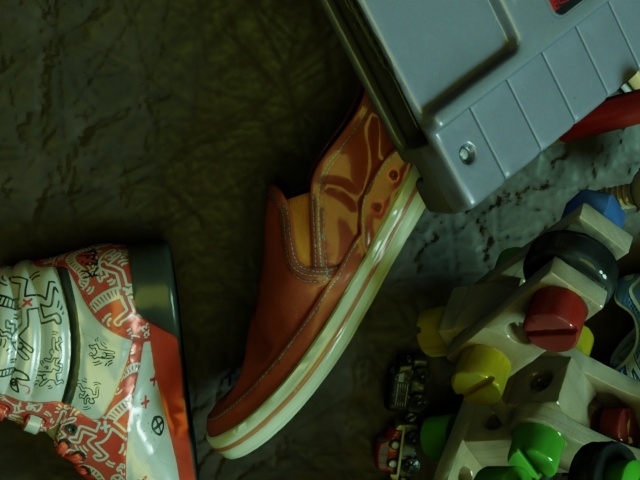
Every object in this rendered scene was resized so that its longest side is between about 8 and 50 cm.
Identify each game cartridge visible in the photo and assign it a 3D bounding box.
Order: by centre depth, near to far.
[{"bbox_3d":[0.079,-0.225,0.905,0.230,0.068,0.355,-37,107,-26],"label":"game cartridge"}]

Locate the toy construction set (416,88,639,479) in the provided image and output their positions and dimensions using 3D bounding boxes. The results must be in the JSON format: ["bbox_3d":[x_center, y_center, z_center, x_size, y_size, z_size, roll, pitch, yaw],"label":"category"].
[{"bbox_3d":[0.149,0.062,0.993,0.257,0.237,0.309,23,66,-41],"label":"toy construction set"}]

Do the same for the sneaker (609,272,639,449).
[{"bbox_3d":[0.262,0.116,1.092,0.081,0.080,0.211,4,107,14],"label":"sneaker"}]

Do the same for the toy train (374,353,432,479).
[{"bbox_3d":[0.059,0.162,1.095,0.036,0.027,0.158,5,106,-5],"label":"toy train"}]

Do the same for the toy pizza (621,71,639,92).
[{"bbox_3d":[0.295,-0.175,1.022,0.201,0.032,0.201,-2,107,-7],"label":"toy pizza"}]

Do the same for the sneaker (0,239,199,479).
[{"bbox_3d":[-0.165,0.136,1.028,0.145,0.090,0.270,-6,104,-4],"label":"sneaker"}]

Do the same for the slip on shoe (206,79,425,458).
[{"bbox_3d":[0.000,0.000,0.997,0.101,0.123,0.331,28,96,-5],"label":"slip on shoe"}]
